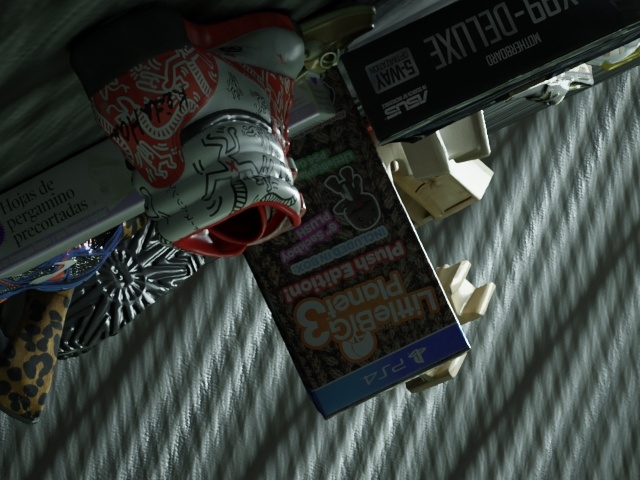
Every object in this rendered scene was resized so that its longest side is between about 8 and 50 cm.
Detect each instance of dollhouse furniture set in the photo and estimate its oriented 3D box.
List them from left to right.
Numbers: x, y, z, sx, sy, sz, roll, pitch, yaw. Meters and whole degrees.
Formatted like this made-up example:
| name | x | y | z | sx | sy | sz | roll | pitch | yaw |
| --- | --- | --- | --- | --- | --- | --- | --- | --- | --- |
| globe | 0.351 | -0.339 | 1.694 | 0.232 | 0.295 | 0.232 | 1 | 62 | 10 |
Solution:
| name | x | y | z | sx | sy | sz | roll | pitch | yaw |
| --- | --- | --- | --- | --- | --- | --- | --- | --- | --- |
| dollhouse furniture set | 0.095 | 0.013 | 2.346 | 0.256 | 0.362 | 0.394 | -30 | -155 | 53 |
| dollhouse furniture set | 0.066 | -0.133 | 1.572 | 0.262 | 0.135 | 0.259 | -24 | -171 | -39 |

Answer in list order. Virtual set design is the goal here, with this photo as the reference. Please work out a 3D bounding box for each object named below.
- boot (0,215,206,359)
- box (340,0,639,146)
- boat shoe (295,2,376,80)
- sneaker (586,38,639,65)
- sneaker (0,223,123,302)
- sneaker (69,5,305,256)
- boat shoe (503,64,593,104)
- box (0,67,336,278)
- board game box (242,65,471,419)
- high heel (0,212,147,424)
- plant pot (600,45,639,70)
| name | x | y | z | sx | sy | sz | roll | pitch | yaw |
| --- | --- | --- | --- | --- | --- | --- | --- | --- | --- |
| boot | -0.332 | 0.086 | 1.806 | 0.260 | 0.131 | 0.348 | -27 | 178 | 43 |
| box | 0.156 | -0.161 | 1.116 | 0.242 | 0.076 | 0.307 | -24 | -179 | 9 |
| boat shoe | -0.020 | -0.131 | 1.038 | 0.153 | 0.048 | 0.056 | -26 | 178 | 16 |
| sneaker | 0.304 | -0.247 | 1.484 | 0.262 | 0.099 | 0.121 | -25 | 174 | -35 |
| sneaker | -0.264 | 0.006 | 1.296 | 0.087 | 0.083 | 0.221 | -37 | 174 | 41 |
| sneaker | -0.056 | -0.067 | 0.877 | 0.090 | 0.145 | 0.270 | -26 | 178 | 19 |
| boat shoe | 0.397 | -0.270 | 2.354 | 0.223 | 0.073 | 0.080 | -24 | 178 | -38 |
| box | -0.144 | -0.062 | 1.133 | 0.324 | 0.063 | 0.067 | -26 | 177 | 14 |
| board game box | 0.000 | 0.000 | 1.274 | 0.141 | 0.291 | 0.232 | -25 | 179 | -4 |
| high heel | -0.264 | 0.074 | 1.451 | 0.261 | 0.186 | 0.093 | -24 | 178 | -38 |
| plant pot | 0.357 | -0.263 | 1.655 | 0.134 | 0.095 | 0.134 | -25 | 179 | 0 |
